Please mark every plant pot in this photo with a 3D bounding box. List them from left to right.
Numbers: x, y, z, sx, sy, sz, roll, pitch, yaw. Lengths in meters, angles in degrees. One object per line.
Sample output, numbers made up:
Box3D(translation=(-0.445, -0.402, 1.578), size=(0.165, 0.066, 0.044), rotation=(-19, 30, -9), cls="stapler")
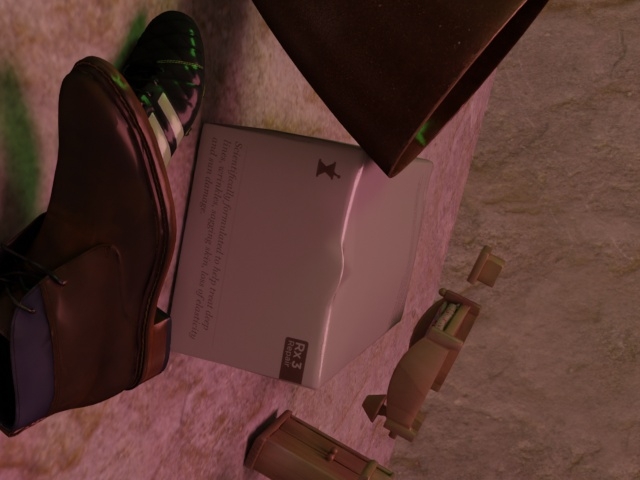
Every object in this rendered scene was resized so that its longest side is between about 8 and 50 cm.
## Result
Box3D(translation=(0.038, -0.205, 0.694), size=(0.215, 0.230, 0.215), rotation=(-48, 175, -5), cls="plant pot")

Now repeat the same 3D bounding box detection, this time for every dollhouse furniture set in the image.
Box3D(translation=(0.060, 0.159, 1.083), size=(0.355, 0.174, 0.303), rotation=(-66, 169, 14), cls="dollhouse furniture set")

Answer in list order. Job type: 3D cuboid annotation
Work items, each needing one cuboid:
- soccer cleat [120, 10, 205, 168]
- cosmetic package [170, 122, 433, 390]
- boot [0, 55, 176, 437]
Box3D(translation=(-0.125, -0.077, 0.589), size=(0.072, 0.060, 0.179), rotation=(33, 70, -61), cls="soccer cleat")
Box3D(translation=(0.000, 0.000, 0.927), size=(0.385, 0.156, 0.217), rotation=(-6, 108, -73), cls="cosmetic package")
Box3D(translation=(-0.144, 0.012, 0.501), size=(0.106, 0.082, 0.219), rotation=(-30, 131, -42), cls="boot")
